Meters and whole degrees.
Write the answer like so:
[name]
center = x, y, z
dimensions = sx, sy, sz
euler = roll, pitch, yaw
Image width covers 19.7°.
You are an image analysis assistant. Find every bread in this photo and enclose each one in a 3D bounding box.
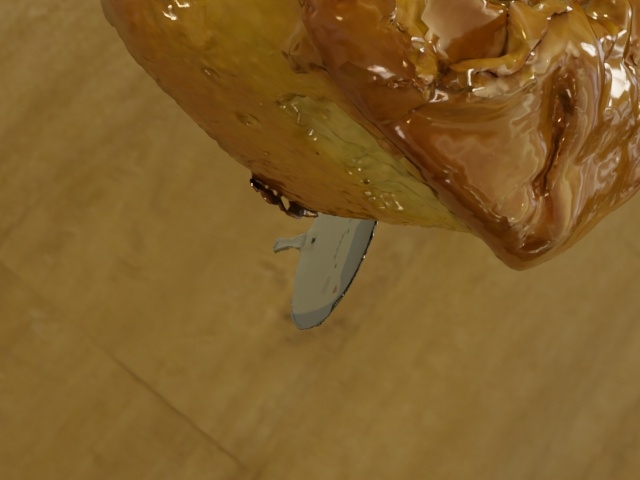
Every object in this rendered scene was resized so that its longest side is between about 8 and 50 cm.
[bread]
center = 0.055, -0.190, 0.895
dimensions = 0.398, 0.215, 0.398
euler = -1, 91, -57

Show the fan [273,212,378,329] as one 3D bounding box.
[fan]
center = 0.000, 0.000, 1.095
dimensions = 0.005, 0.175, 0.113
euler = 23, 81, -16
